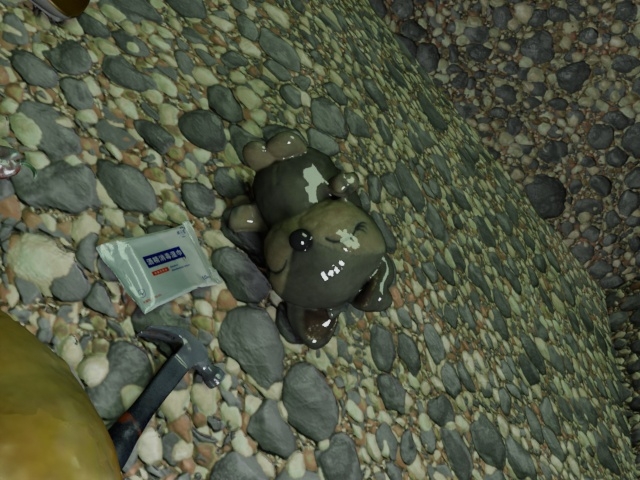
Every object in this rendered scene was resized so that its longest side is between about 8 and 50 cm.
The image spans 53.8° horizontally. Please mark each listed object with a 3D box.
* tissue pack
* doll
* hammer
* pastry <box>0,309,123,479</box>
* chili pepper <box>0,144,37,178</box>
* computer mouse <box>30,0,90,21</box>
[{"bbox_3d":[-0.243,0.039,0.984,0.123,0.026,0.193,59,32,5],"label":"tissue pack"},{"bbox_3d":[0.030,-0.014,1.196,0.378,0.252,0.383,-8,75,-55],"label":"doll"},{"bbox_3d":[-0.237,0.218,0.825,0.137,0.037,0.290,51,33,-10],"label":"hammer"},{"bbox_3d":[-0.316,0.227,0.415,0.245,0.409,0.410,23,44,-56],"label":"pastry"},{"bbox_3d":[-0.454,-0.108,0.826,0.153,0.041,0.050,6,35,-31],"label":"chili pepper"},{"bbox_3d":[-0.525,-0.502,1.052,0.310,0.071,0.158,38,35,-25],"label":"computer mouse"}]
